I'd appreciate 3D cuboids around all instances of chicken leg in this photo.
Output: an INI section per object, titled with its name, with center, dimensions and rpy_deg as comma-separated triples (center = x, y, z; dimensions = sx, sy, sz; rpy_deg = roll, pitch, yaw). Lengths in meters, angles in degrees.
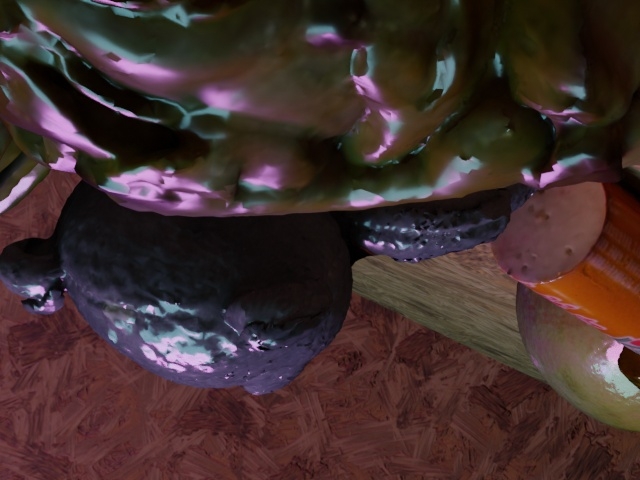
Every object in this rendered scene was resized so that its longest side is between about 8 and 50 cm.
[chicken leg]
center = 0.064, -0.082, 0.475
dimensions = 0.295, 0.182, 0.409
rpy_deg = 4, 175, 23

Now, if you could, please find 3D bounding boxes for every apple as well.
[apple]
center = 0.269, 0.101, 1.472
dimensions = 0.193, 0.120, 0.265
rpy_deg = 38, 167, -21

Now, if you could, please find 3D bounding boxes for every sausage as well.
[sausage]
center = 0.242, 0.038, 1.069
dimensions = 0.093, 0.093, 0.312
rpy_deg = 18, 172, 45

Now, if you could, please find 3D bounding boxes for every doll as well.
[doll]
center = -0.001, 0.008, 0.890
dimensions = 0.246, 0.158, 0.340
rpy_deg = 4, -169, 38

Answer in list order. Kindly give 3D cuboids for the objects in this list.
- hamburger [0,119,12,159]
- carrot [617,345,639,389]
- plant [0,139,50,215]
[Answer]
[hamburger]
center = -0.256, -0.115, 0.606
dimensions = 0.277, 0.318, 0.195
rpy_deg = 31, 180, 45
[carrot]
center = 0.359, 0.136, 1.307
dimensions = 0.302, 0.114, 0.114
rpy_deg = 37, 168, -37
[plant]
center = -0.102, -0.115, 0.770
dimensions = 0.333, 0.251, 0.180
rpy_deg = -5, 169, 19
